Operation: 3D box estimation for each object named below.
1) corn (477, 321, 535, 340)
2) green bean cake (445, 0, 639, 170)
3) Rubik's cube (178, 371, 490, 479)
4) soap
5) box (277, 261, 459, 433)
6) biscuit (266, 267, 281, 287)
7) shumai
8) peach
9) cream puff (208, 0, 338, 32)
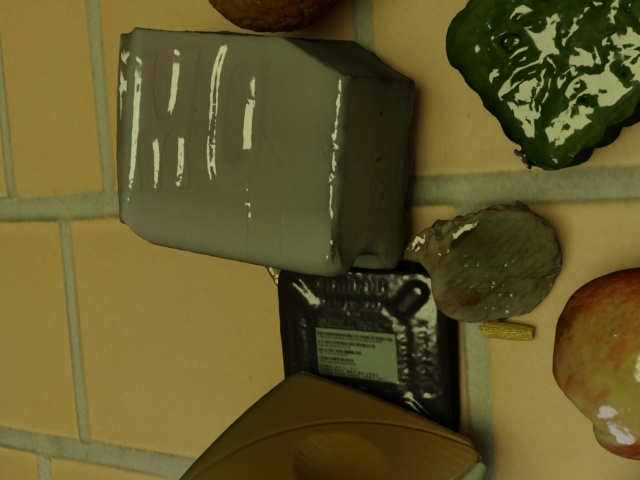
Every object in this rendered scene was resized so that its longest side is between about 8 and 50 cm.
[{"bbox_3d":[0.265,0.128,1.169,0.083,0.027,0.028,4,66,29],"label":"corn"},{"bbox_3d":[0.309,-0.243,1.019,0.247,0.156,0.250,-42,75,27],"label":"green bean cake"},{"bbox_3d":[0.006,0.439,1.138,0.347,0.352,0.352,20,121,22],"label":"Rubik's cube"},{"bbox_3d":[-0.087,-0.144,1.209,0.435,0.213,0.351,12,99,34],"label":"soap"},{"bbox_3d":[0.069,0.172,1.262,0.290,0.073,0.289,2,100,28],"label":"box"},{"bbox_3d":[0.000,0.000,1.317,0.231,0.016,0.139,-37,78,29],"label":"biscuit"},{"bbox_3d":[0.224,0.019,1.132,0.201,0.201,0.120,-54,28,25],"label":"shumai"},{"bbox_3d":[0.411,0.132,0.973,0.256,0.232,0.232,-42,75,19],"label":"peach"},{"bbox_3d":[-0.052,-0.437,1.169,0.303,0.212,0.303,-9,80,63],"label":"cream puff"}]
